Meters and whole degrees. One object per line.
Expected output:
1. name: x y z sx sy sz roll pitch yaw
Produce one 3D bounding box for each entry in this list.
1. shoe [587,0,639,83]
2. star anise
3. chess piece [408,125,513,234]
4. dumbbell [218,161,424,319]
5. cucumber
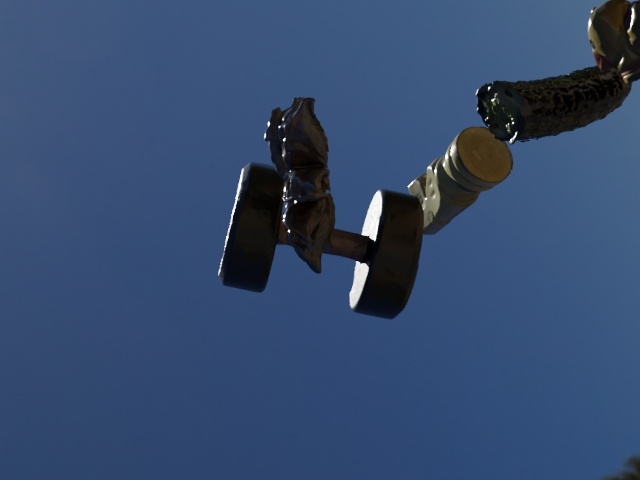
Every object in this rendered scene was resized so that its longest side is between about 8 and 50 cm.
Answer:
1. shoe: 0.258 -0.170 0.870 0.072 0.109 0.069 -30 -89 -21
2. star anise: -0.018 -0.058 1.173 0.195 0.065 0.182 -127 29 -83
3. chess piece: 0.188 -0.080 1.641 0.090 0.200 0.090 10 -118 -20
4. dumbbell: 0.000 0.000 1.334 0.218 0.152 0.152 12 -136 -6
5. cucumber: 0.239 -0.135 1.118 0.245 0.067 0.067 -14 -100 -47
